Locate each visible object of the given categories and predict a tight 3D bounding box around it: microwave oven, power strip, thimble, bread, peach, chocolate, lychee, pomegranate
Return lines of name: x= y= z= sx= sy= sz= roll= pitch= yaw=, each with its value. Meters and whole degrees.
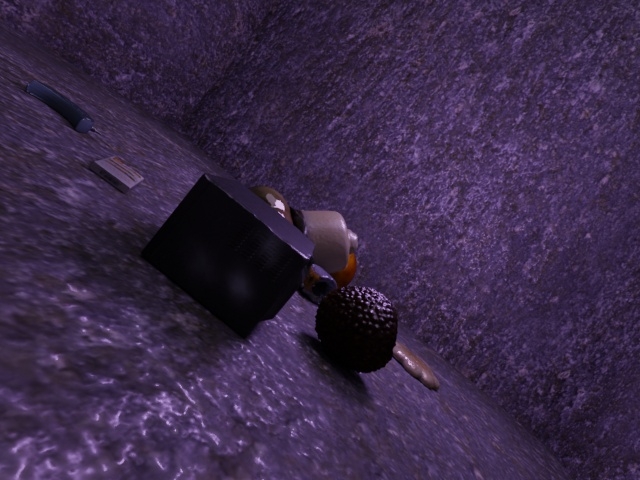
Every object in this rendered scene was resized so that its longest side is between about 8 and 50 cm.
microwave oven: x=-0.200 y=0.027 z=1.240 sx=0.374 sy=0.236 sz=0.432 roll=40 pitch=4 yaw=-2
power strip: x=-0.883 y=-0.454 z=1.639 sx=0.253 sy=0.054 sz=0.167 roll=38 pitch=5 yaw=-8
thimble: x=-0.017 y=0.179 z=1.946 sx=0.151 sy=0.127 sz=0.118 roll=37 pitch=3 yaw=-42
bread: x=0.437 y=0.578 z=2.202 sx=0.316 sy=0.054 sz=0.316 roll=41 pitch=4 yaw=-4
peach: x=-0.233 y=-0.080 z=1.943 sx=0.292 sy=0.247 sz=0.292 roll=52 pitch=4 yaw=-5
chocolate: x=0.000 y=0.000 z=2.127 sx=0.314 sy=0.297 sz=0.326 roll=102 pitch=-32 yaw=-51
lychee: x=0.106 y=0.263 z=1.427 sx=0.267 sy=0.267 sz=0.267 roll=39 pitch=4 yaw=-3
pomegranate: x=0.058 y=0.119 z=2.389 sx=0.264 sy=0.264 sz=0.264 roll=39 pitch=4 yaw=-3

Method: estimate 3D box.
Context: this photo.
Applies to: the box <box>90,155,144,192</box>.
box: x=-0.620 y=-0.206 z=1.439 sx=0.122 sy=0.032 sz=0.220 roll=38 pitch=5 yaw=-17
